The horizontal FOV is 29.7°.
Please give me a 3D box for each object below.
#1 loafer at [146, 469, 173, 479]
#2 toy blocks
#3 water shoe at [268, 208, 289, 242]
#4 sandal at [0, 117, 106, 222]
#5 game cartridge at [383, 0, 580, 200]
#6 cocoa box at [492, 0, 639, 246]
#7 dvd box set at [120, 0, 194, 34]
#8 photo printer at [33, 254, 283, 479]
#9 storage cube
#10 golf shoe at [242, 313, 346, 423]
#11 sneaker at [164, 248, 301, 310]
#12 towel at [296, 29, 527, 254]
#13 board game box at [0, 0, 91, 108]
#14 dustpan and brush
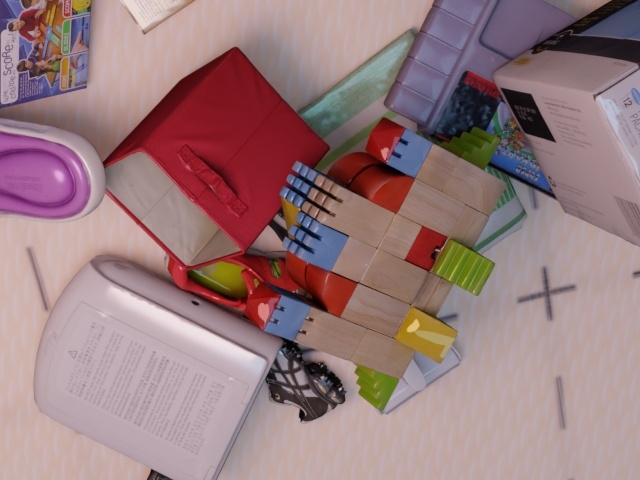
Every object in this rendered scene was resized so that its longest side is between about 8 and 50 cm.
[{"bbox_3d":[-0.252,0.437,1.798,0.078,0.076,0.223,24,101,-4],"label":"loafer"},{"bbox_3d":[0.054,-0.003,1.494,0.261,0.191,0.381,24,97,-39],"label":"toy blocks"},{"bbox_3d":[0.000,0.000,1.670,0.203,0.080,0.073,45,67,-9],"label":"water shoe"},{"bbox_3d":[-0.473,-0.082,1.531,0.416,0.102,0.169,-4,110,21],"label":"sandal"},{"bbox_3d":[0.287,-0.199,1.631,0.355,0.068,0.230,24,93,-14],"label":"game cartridge"},{"bbox_3d":[0.401,-0.154,1.452,0.228,0.347,0.231,-32,105,-3],"label":"cocoa box"},{"bbox_3d":[-0.135,-0.501,1.514,0.420,0.062,0.307,-33,107,6],"label":"dvd box set"},{"bbox_3d":[-0.238,0.178,1.673,0.307,0.107,0.256,25,110,2],"label":"photo printer"},{"bbox_3d":[-0.143,-0.100,1.542,0.183,0.215,0.193,46,64,-16],"label":"storage cube"},{"bbox_3d":[-0.056,0.189,1.736,0.094,0.077,0.198,-43,105,9],"label":"golf shoe"},{"bbox_3d":[-0.082,0.070,1.672,0.279,0.118,0.107,14,107,-9],"label":"sneaker"},{"bbox_3d":[0.114,-0.090,1.683,0.248,0.038,0.325,-35,105,5],"label":"towel"},{"bbox_3d":[-0.354,-0.272,1.513,0.136,0.035,0.201,-20,135,-37],"label":"board game box"},{"bbox_3d":[0.107,0.157,1.714,0.147,0.060,0.211,-35,119,1],"label":"dustpan and brush"}]
